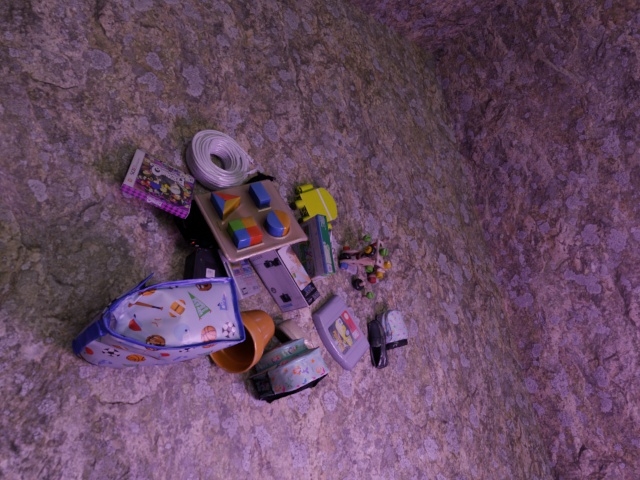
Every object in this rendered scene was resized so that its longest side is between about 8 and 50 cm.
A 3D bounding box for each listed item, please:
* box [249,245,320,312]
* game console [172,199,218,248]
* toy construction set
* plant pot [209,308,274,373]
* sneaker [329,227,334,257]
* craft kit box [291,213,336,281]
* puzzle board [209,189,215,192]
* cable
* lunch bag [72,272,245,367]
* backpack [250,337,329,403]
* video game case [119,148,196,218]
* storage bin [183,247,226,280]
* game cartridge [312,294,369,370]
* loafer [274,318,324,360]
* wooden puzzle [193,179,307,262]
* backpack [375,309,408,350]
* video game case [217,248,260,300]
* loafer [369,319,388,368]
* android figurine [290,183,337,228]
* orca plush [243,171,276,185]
[{"bbox_3d":[-0.148,0.134,1.783,0.087,0.169,0.290,-40,105,-45],"label":"box"},{"bbox_3d":[-0.378,-0.055,1.696,0.361,0.044,0.213,9,42,-46],"label":"game console"},{"bbox_3d":[0.266,0.073,2.170,0.257,0.237,0.309,48,45,-17],"label":"toy construction set"},{"bbox_3d":[-0.262,0.330,1.582,0.205,0.205,0.188,65,27,1],"label":"plant pot"},{"bbox_3d":[0.000,0.000,1.995,0.235,0.094,0.153,22,54,-69],"label":"sneaker"},{"bbox_3d":[-0.055,0.051,1.863,0.061,0.246,0.250,9,65,-45],"label":"craft kit box"},{"bbox_3d":[-0.396,-0.163,1.803,0.096,0.011,0.128,13,63,-40],"label":"puzzle board"},{"bbox_3d":[-0.407,-0.319,1.805,0.257,0.089,0.257,52,42,-8],"label":"cable"},{"bbox_3d":[-0.473,0.240,1.305,0.385,0.327,0.239,-2,70,-41],"label":"lunch bag"},{"bbox_3d":[-0.103,0.459,1.616,0.225,0.253,0.191,-11,79,-46],"label":"backpack"},{"bbox_3d":[-0.559,-0.199,1.581,0.232,0.042,0.210,27,35,-27],"label":"video game case"},{"bbox_3d":[-0.409,0.131,1.597,0.122,0.084,0.180,20,59,-37],"label":"storage bin"},{"bbox_3d":[0.089,0.407,1.978,0.196,0.060,0.294,-38,99,-43],"label":"game cartridge"},{"bbox_3d":[-0.067,0.410,1.786,0.268,0.102,0.092,50,50,-14],"label":"loafer"},{"bbox_3d":[-0.252,-0.098,1.680,0.347,0.080,0.322,-15,59,-34],"label":"wooden puzzle"},{"bbox_3d":[0.344,0.424,2.171,0.152,0.115,0.182,0,69,-42],"label":"backpack"},{"bbox_3d":[-0.297,0.117,1.678,0.212,0.023,0.193,-4,71,-80],"label":"video game case"},{"bbox_3d":[0.262,0.478,2.092,0.078,0.076,0.223,8,69,-50],"label":"loafer"},{"bbox_3d":[-0.021,-0.153,2.131,0.272,0.056,0.248,-26,90,-47],"label":"android figurine"},{"bbox_3d":[-0.259,-0.197,1.885,0.151,0.102,0.287,52,44,-13],"label":"orca plush"}]
